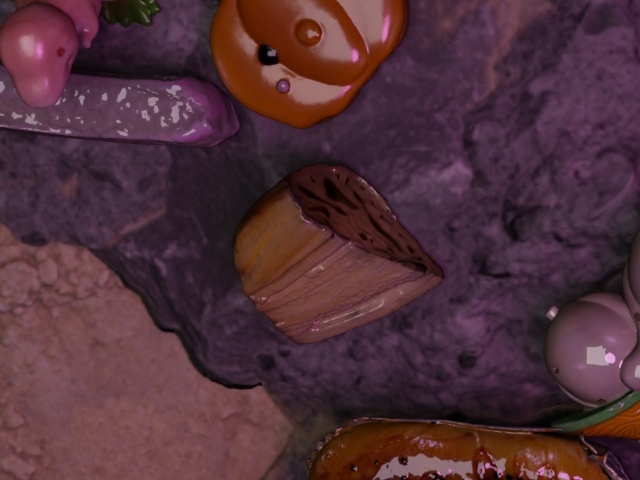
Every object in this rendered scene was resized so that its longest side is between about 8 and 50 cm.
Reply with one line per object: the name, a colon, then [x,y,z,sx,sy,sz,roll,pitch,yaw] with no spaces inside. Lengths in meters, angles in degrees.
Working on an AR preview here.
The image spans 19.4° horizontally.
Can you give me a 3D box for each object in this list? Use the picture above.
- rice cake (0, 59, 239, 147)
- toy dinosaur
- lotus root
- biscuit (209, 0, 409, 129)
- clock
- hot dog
rice cake: [-0.263,-0.123,1.561,0.399,0.070,0.064,7,95,14]
toy dinosaur: [-0.226,-0.203,1.483,0.152,0.177,0.194,0,96,15]
lotus root: [-0.002,0.003,1.500,0.135,0.095,0.159,-33,128,23]
biscuit: [-0.020,-0.180,1.494,0.170,0.050,0.170,2,97,15]
clock: [0.260,0.068,1.422,0.144,0.103,0.231,45,105,8]
hot dog: [0.122,0.207,1.467,0.270,0.082,0.162,2,137,18]
